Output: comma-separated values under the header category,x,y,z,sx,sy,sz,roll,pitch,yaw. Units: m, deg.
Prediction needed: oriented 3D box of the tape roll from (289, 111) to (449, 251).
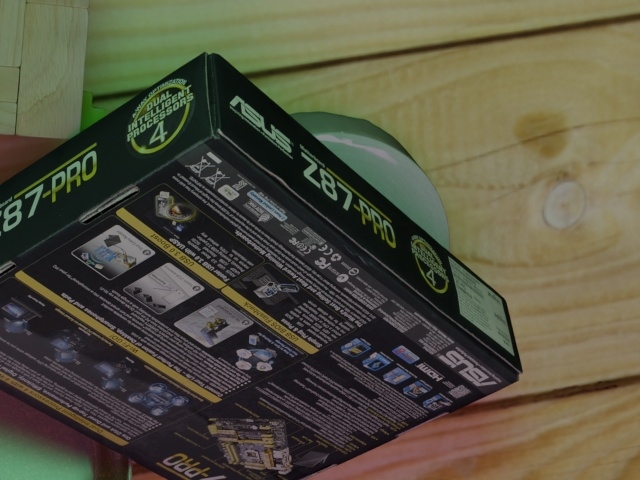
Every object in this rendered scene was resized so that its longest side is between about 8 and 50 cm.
category,x,y,z,sx,sy,sz,roll,pitch,yaw
tape roll,0.000,0.000,1.362,0.219,0.072,0.219,-4,110,-10

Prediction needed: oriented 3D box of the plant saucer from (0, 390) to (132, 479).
category,x,y,z,sx,sy,sz,roll,pitch,yaw
plant saucer,-0.317,0.192,1.315,0.310,0.050,0.311,3,73,-11

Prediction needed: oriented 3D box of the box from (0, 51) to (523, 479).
category,x,y,z,sx,sy,sz,roll,pitch,yaw
box,-0.077,0.059,1.219,0.318,0.097,0.395,-31,135,24

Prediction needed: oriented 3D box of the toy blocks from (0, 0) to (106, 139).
category,x,y,z,sx,sy,sz,roll,pitch,yaw
toy blocks,-0.311,-0.213,1.087,0.381,0.190,0.261,3,96,-26
